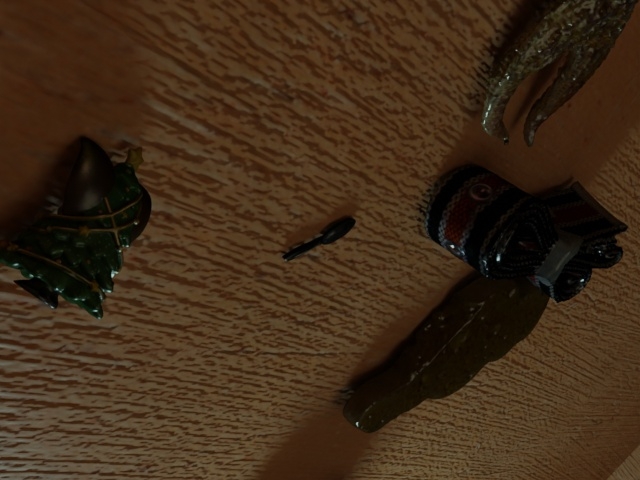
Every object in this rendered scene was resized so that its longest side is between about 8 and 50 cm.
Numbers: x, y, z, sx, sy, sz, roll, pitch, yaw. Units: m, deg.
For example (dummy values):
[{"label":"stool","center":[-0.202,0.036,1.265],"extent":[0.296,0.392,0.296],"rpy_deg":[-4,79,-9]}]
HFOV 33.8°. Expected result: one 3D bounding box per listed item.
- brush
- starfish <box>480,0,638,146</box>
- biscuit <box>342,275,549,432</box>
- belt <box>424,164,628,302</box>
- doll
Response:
[{"label":"brush","center":[0.000,0.000,0.914],"extent":[0.083,0.008,0.024],"rpy_deg":[-26,151,-33]},{"label":"starfish","center":[0.253,-0.218,0.910],"extent":[0.302,0.060,0.299],"rpy_deg":[-41,150,-10]},{"label":"biscuit","center":[0.154,0.128,1.259],"extent":[0.320,0.047,0.183],"rpy_deg":[-35,146,-20]},{"label":"belt","center":[0.224,-0.004,1.124],"extent":[0.126,0.094,0.359],"rpy_deg":[-53,151,17]},{"label":"doll","center":[-0.137,-0.003,0.648],"extent":[0.113,0.076,0.078],"rpy_deg":[-45,144,-3]}]
